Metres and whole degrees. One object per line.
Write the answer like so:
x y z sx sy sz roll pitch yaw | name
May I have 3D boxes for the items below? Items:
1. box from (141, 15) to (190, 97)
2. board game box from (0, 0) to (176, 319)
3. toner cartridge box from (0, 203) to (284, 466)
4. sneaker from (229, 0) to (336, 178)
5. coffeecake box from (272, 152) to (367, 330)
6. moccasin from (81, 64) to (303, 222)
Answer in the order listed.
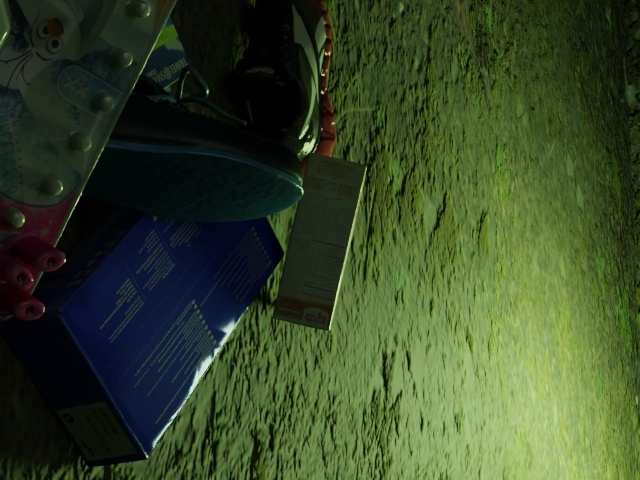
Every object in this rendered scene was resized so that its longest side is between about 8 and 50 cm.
-0.198 -0.218 1.232 0.178 0.042 0.109 67 31 -17 | box
-0.273 -0.169 0.832 0.390 0.050 0.390 30 84 -46 | board game box
-0.158 0.044 1.165 0.165 0.075 0.348 65 31 -22 | toner cartridge box
-0.048 -0.217 1.440 0.135 0.097 0.276 19 64 -60 | sneaker
0.000 0.000 1.349 0.142 0.068 0.186 -70 173 -88 | coffeecake box
-0.163 -0.105 1.068 0.342 0.137 0.117 14 55 -35 | moccasin
